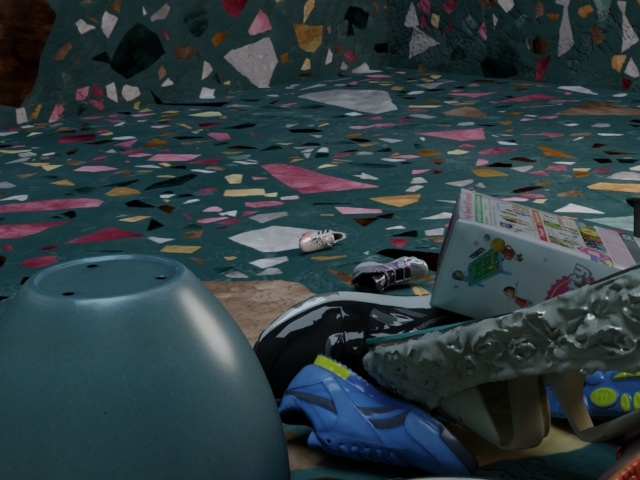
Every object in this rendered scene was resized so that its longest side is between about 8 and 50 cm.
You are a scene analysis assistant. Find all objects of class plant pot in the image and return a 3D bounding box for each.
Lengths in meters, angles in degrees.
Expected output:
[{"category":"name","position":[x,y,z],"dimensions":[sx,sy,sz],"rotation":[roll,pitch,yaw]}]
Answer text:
[{"category":"plant pot","position":[-0.175,0.122,1.094],"dimensions":[0.290,0.195,0.290],"rotation":[-2,16,1]}]

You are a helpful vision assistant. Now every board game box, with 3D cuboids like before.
[{"category":"board game box","position":[0.274,0.045,1.312],"dimensions":[0.303,0.097,0.224],"rotation":[17,12,4]}]

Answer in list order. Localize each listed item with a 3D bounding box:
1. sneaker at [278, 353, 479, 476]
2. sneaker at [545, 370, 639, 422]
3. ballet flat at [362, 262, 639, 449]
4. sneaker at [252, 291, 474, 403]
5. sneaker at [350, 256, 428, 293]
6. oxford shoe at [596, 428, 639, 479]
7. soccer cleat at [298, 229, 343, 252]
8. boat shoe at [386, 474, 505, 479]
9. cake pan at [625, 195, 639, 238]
[{"category":"sneaker","position":[0.047,0.177,1.137],"dimensions":[0.209,0.069,0.082],"rotation":[24,65,40]},{"category":"sneaker","position":[0.276,0.147,1.183],"dimensions":[0.078,0.067,0.188],"rotation":[29,-18,-29]},{"category":"ballet flat","position":[0.185,0.106,1.049],"dimensions":[0.147,0.147,0.409],"rotation":[-17,-3,-42]},{"category":"sneaker","position":[0.074,0.113,1.268],"dimensions":[0.283,0.107,0.124],"rotation":[-8,22,-21]},{"category":"sneaker","position":[0.087,0.049,1.625],"dimensions":[0.098,0.038,0.069],"rotation":[-9,15,14]},{"category":"oxford shoe","position":[0.271,0.191,1.002],"dimensions":[0.098,0.097,0.271],"rotation":[-12,-2,43]},{"category":"soccer cleat","position":[0.000,0.000,1.832],"dimensions":[0.036,0.029,0.083],"rotation":[3,11,35]},{"category":"boat shoe","position":[0.042,0.208,0.953],"dimensions":[0.233,0.084,0.079],"rotation":[-7,16,-5]},{"category":"cake pan","position":[0.498,0.009,1.488],"dimensions":[0.293,0.054,0.293],"rotation":[15,0,0]}]
